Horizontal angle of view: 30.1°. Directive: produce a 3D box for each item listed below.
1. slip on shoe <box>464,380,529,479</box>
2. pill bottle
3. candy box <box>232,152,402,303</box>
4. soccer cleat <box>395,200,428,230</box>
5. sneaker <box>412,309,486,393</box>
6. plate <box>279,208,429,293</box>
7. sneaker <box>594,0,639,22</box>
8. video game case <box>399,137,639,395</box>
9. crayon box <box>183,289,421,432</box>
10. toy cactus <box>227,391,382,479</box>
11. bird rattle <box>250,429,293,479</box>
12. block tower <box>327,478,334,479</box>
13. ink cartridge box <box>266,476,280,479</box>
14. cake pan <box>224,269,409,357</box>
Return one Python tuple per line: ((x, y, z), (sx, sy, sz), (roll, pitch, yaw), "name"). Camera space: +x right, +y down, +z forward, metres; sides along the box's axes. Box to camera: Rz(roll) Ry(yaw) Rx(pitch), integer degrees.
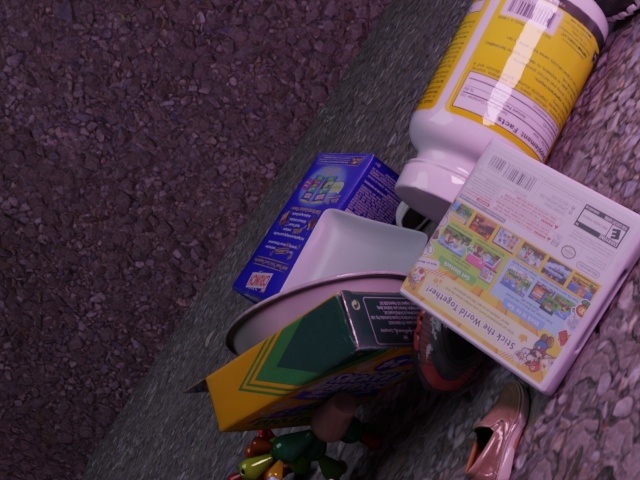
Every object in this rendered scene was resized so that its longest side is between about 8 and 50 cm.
((0.183, 0.201, 1.251), (0.051, 0.041, 0.135), (-42, 21, 56), "slip on shoe")
((0.235, -0.182, 1.593), (0.334, 0.188, 0.188), (-62, 12, -9), "pill bottle")
((0.000, 0.000, 2.167), (0.317, 0.122, 0.268), (-55, 20, -8), "candy box")
((0.182, -0.092, 1.916), (0.076, 0.068, 0.196), (-96, 30, -62), "soccer cleat")
((0.198, 0.056, 1.399), (0.276, 0.097, 0.135), (-60, 10, -9), "sneaker")
((0.037, 0.095, 1.907), (0.277, 0.045, 0.278), (17, 76, 53), "plate")
((0.401, -0.360, 1.528), (0.078, 0.106, 0.234), (-63, 12, -20), "sneaker")
((0.215, 0.023, 1.278), (0.227, 0.026, 0.206), (35, 96, 40), "video game case")
((0.000, 0.170, 1.548), (0.323, 0.203, 0.083), (-34, 64, 38), "crayon box")
((-0.002, 0.267, 1.547), (0.180, 0.219, 0.112), (-60, 41, 45), "toy cactus")
((-0.124, 0.416, 1.831), (0.207, 0.143, 0.253), (108, -175, -54), "bird rattle")
((-0.030, 0.396, 1.554), (0.335, 0.097, 0.091), (-42, 21, 60), "block tower")
((0.006, 0.373, 1.021), (0.198, 0.270, 0.197), (-47, 19, 48), "ink cartridge box")
((0.014, 0.128, 1.651), (0.293, 0.293, 0.054), (-46, 53, 50), "cake pan")
